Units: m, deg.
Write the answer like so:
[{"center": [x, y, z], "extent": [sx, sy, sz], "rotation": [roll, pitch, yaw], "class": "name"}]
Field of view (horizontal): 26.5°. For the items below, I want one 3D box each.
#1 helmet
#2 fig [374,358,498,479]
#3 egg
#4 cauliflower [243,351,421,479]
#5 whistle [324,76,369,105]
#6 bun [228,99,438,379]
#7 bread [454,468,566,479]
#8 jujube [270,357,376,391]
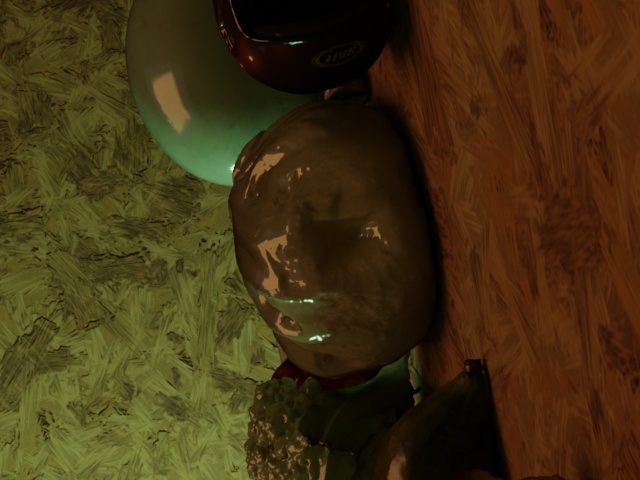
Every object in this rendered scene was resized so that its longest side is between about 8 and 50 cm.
[{"center": [-0.018, -0.256, 1.450], "extent": [0.216, 0.189, 0.193], "rotation": [-122, 17, -45], "class": "helmet"}, {"center": [0.137, 0.215, 1.439], "extent": [0.185, 0.133, 0.126], "rotation": [-65, -12, -4], "class": "fig"}, {"center": [-0.144, -0.260, 1.983], "extent": [0.276, 0.276, 0.389], "rotation": [96, 163, -65], "class": "egg"}, {"center": [0.053, 0.242, 1.698], "extent": [0.256, 0.315, 0.239], "rotation": [-17, 112, 41], "class": "cauliflower"}, {"center": [-0.006, -0.312, 1.739], "extent": [0.068, 0.057, 0.327], "rotation": [101, 156, -63], "class": "whistle"}, {"center": [0.000, 0.000, 1.618], "extent": [0.360, 0.210, 0.360], "rotation": [167, 90, -83], "class": "bun"}, {"center": [0.176, 0.404, 1.083], "extent": [0.324, 0.143, 0.333], "rotation": [-114, 25, -59], "class": "bread"}, {"center": [0.011, 0.248, 2.053], "extent": [0.250, 0.174, 0.174], "rotation": [-113, 13, -66], "class": "jujube"}]
